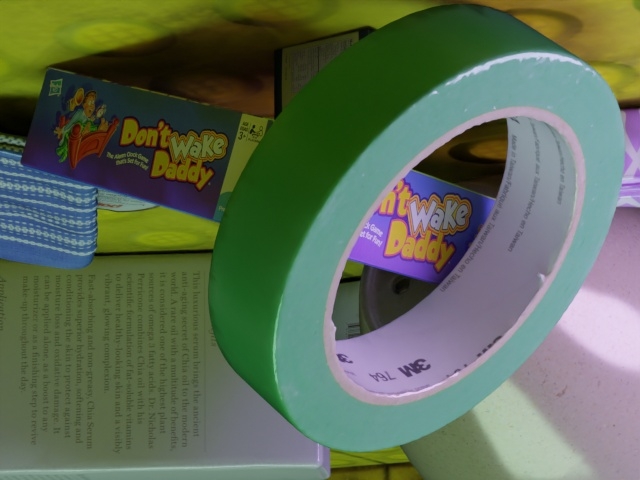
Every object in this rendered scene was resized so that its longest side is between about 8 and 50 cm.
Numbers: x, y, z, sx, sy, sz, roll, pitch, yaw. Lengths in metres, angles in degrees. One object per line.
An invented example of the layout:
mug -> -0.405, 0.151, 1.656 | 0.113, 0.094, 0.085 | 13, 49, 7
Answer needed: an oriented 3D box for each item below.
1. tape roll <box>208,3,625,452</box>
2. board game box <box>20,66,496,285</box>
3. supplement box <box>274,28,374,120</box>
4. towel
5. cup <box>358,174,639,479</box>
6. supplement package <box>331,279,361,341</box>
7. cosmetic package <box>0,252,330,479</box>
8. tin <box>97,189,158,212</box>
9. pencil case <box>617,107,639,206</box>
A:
tape roll -> 0.072, -0.005, 1.377 | 0.077, 0.321, 0.321 | 39, -166, 36
board game box -> -0.021, -0.037, 1.518 | 0.233, 0.078, 0.347 | 16, 180, 39
supplement box -> 0.023, -0.109, 1.435 | 0.083, 0.056, 0.083 | -9, 165, 34
towel -> -0.309, -0.037, 1.669 | 0.243, 0.040, 0.336 | 10, 166, -4
cup -> 0.164, 0.074, 1.723 | 0.331, 0.331, 0.237 | -10, 152, 31
supplement package -> 0.074, 0.135, 2.282 | 0.134, 0.139, 0.244 | -9, 166, 33
cosmetic package -> -0.219, 0.140, 2.091 | 0.453, 0.230, 0.161 | -1, 167, 3
tin -> -0.162, -0.061, 1.673 | 0.106, 0.040, 0.189 | 10, 163, -24
pencil case -> 0.273, -0.063, 1.579 | 0.206, 0.086, 0.088 | -5, -153, 10
